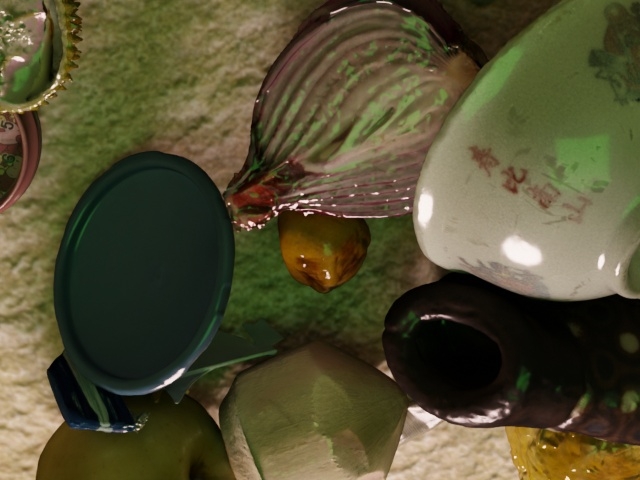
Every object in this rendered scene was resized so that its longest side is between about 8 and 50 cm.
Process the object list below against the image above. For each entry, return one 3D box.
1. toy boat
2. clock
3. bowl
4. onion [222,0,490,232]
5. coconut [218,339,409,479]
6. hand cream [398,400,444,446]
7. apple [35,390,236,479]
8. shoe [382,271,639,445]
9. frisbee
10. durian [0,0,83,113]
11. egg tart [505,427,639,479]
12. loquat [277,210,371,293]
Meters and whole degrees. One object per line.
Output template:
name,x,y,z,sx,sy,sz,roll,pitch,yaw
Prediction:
toy boat,-0.186,0.144,1.870,0.291,0.220,0.067,-17,123,-16
clock,-0.450,-0.122,1.780,0.244,0.056,0.244,-1,119,-2
bowl,0.330,-0.065,1.645,0.435,0.196,0.435,-27,146,-21
onion,0.038,-0.142,1.740,0.349,0.159,0.267,-27,104,19
coconut,-0.001,0.235,1.899,0.234,0.224,0.224,-17,117,1
hand cream,0.116,0.242,2.013,0.165,0.037,0.057,-30,115,20
apple,-0.228,0.320,1.910,0.262,0.262,0.262,-1,117,-2
shoe,0.266,0.143,1.773,0.384,0.237,0.171,18,106,22
frisbee,-0.201,0.039,1.779,0.289,0.289,0.049,-48,145,19
durian,-0.357,-0.242,1.676,0.193,0.138,0.237,16,112,-14
egg tart,0.413,0.284,1.980,0.339,0.153,0.351,-7,117,-1
loquat,0.000,0.000,1.826,0.113,0.137,0.137,-23,120,-22
